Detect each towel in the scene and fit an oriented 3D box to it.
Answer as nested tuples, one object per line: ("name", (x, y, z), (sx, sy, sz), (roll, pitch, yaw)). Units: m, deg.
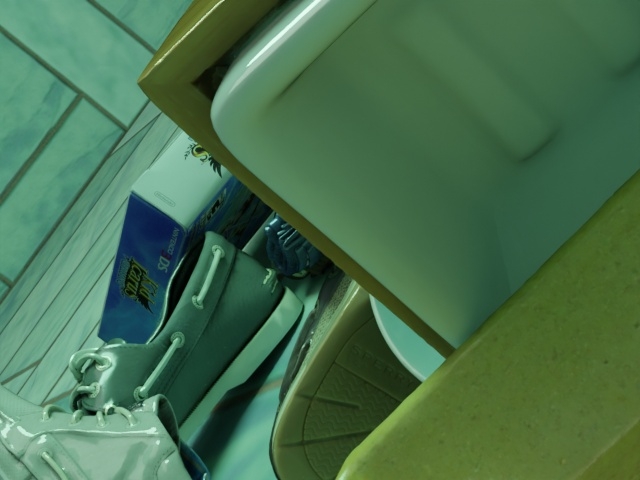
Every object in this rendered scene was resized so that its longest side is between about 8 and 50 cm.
("towel", (0.019, -0.031, 0.878), (0.119, 0.029, 0.067), (-47, -10, -10))

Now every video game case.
("video game case", (-0.084, -0.044, 1.396), (0.244, 0.061, 0.269), (-53, -6, -30))

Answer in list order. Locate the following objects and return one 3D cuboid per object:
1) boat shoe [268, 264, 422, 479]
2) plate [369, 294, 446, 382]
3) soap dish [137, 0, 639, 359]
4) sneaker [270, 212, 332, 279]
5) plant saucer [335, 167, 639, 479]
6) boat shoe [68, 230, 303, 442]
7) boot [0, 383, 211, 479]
("boat shoe", (0.057, 0.015, 0.874), (0.285, 0.103, 0.092), (-59, 18, -11))
("plate", (0.107, -0.006, 0.769), (0.188, 0.024, 0.188), (-17, 57, 28))
("soap dish", (0.103, -0.100, 0.662), (0.291, 0.229, 0.118), (-42, 31, 13))
("sneaker", (0.000, 0.000, 1.232), (0.188, 0.066, 0.071), (-160, 92, -82))
("plant saucer", (0.131, 0.073, 0.497), (0.333, 0.081, 0.333), (-47, 13, 19))
("boat shoe", (-0.138, 0.111, 1.164), (0.319, 0.099, 0.116), (-46, 10, -37))
("boot", (-0.140, 0.135, 1.004), (0.123, 0.258, 0.095), (-44, -28, 1))
